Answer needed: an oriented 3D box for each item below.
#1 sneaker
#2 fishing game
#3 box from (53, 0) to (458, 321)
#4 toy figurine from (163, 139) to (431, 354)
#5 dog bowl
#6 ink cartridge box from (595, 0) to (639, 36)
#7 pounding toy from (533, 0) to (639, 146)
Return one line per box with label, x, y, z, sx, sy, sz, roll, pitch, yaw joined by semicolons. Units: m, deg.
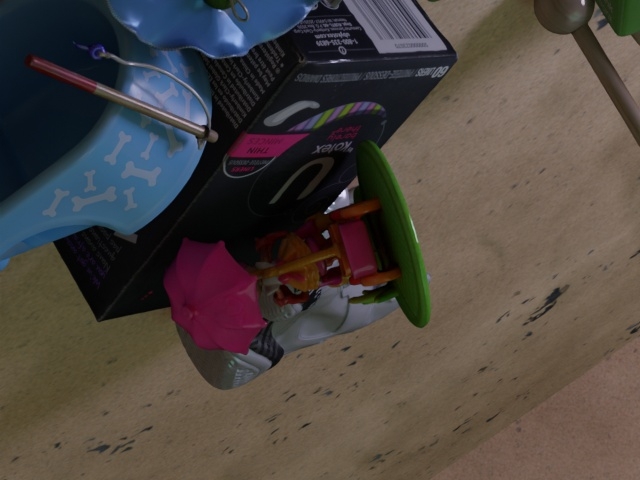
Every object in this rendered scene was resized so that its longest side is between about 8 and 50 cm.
sneaker;0.000;0.000;1.371;0.210;0.137;0.366;-24;163;-27
fishing game;-0.043;-0.181;0.835;0.189;0.041;0.264;22;99;-43
box;-0.065;-0.085;1.059;0.165;0.143;0.270;-10;150;-47
toy figurine;-0.027;0.017;1.026;0.159;0.130;0.173;-17;-176;-7
dog bowl;-0.208;-0.042;0.930;0.297;0.166;0.074;-36;148;6
ink cartridge box;0.211;-0.243;0.718;0.198;0.115;0.273;-22;154;-3
pounding toy;0.321;-0.222;1.350;0.237;0.183;0.110;-38;-175;11
